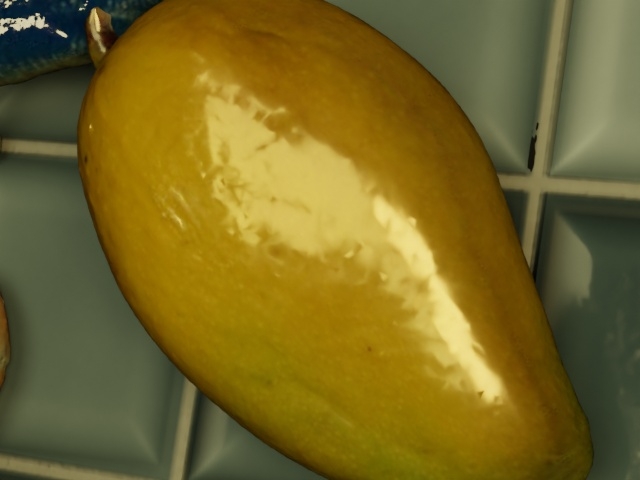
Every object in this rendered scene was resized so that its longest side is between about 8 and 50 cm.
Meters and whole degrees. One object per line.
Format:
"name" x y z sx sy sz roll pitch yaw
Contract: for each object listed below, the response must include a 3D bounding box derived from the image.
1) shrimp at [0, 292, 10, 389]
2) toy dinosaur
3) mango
"shrimp" -0.256 0.099 0.971 0.236 0.053 0.133 -47 66 8
"toy dinosaur" -0.162 -0.109 0.886 0.248 0.188 0.075 -16 74 19
"mango" 0.000 0.000 0.830 0.176 0.119 0.317 -42 75 10
